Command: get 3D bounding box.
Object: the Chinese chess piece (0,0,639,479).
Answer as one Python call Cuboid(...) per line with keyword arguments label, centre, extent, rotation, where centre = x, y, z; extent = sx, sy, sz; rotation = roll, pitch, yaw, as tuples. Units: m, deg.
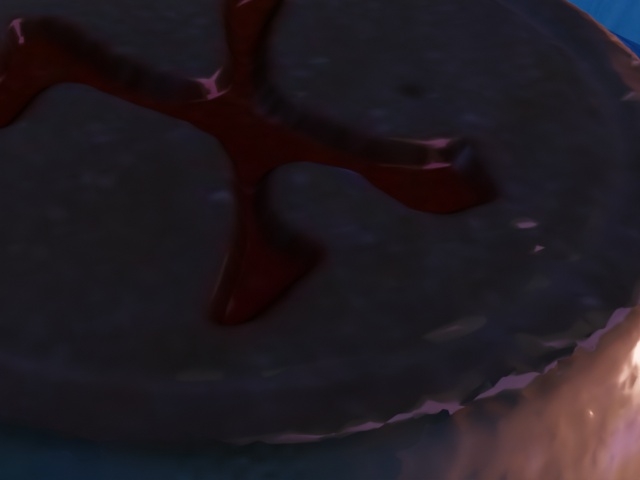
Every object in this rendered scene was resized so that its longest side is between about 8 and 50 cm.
Cuboid(label="Chinese chess piece", centre=(-0.038, 0.012, 0.541), extent=(0.338, 0.140, 0.338), rotation=(3, 37, -2))
